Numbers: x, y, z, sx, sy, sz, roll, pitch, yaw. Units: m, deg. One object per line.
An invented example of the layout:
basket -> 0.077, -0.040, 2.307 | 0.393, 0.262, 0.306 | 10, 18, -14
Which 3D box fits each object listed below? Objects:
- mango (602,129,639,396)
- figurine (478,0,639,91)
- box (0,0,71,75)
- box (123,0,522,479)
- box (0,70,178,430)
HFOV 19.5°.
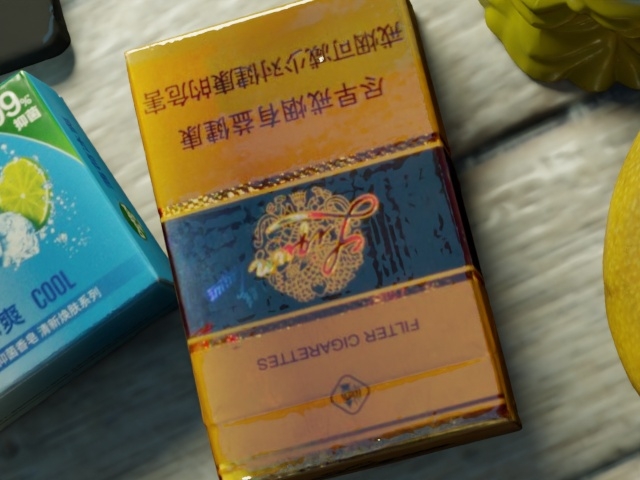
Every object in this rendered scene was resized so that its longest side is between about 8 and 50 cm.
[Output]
mango -> 0.228, -0.031, 0.885 | 0.157, 0.109, 0.262 | 35, 80, 25
figurine -> 0.140, -0.185, 0.826 | 0.187, 0.315, 0.168 | -19, 79, 8
box -> -0.209, -0.145, 1.034 | 0.125, 0.027, 0.126 | -17, 81, 10
box -> 0.000, 0.000, 0.954 | 0.152, 0.070, 0.237 | -15, 81, 7
box -> -0.188, 0.025, 0.980 | 0.194, 0.073, 0.139 | -36, 78, 4
